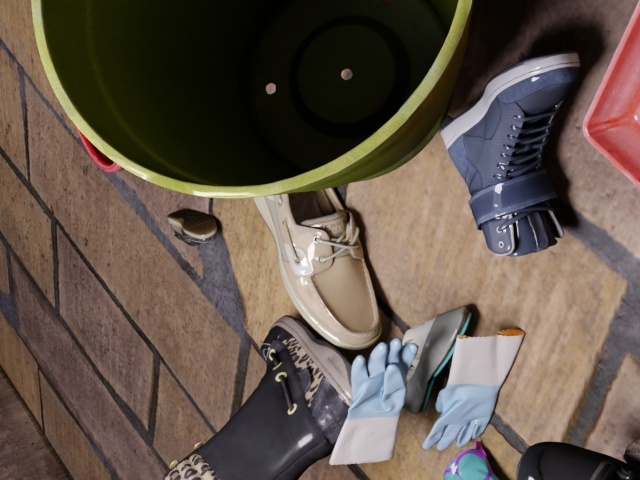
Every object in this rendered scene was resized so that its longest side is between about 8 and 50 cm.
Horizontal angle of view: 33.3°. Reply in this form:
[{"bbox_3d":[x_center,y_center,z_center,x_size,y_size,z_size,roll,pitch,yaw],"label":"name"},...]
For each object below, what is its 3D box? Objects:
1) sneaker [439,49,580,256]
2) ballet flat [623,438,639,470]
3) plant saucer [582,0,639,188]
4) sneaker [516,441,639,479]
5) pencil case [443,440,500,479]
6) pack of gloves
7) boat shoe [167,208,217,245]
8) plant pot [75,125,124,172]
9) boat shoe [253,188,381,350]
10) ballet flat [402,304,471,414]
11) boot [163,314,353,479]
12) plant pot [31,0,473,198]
[{"bbox_3d":[0.205,-0.076,1.038,0.226,0.086,0.163,132,123,-67],"label":"sneaker"},{"bbox_3d":[0.381,0.202,0.997,0.084,0.058,0.250,37,158,-12],"label":"ballet flat"},{"bbox_3d":[0.329,-0.097,0.762,0.258,0.047,0.259,50,148,28],"label":"plant saucer"},{"bbox_3d":[0.327,0.254,1.003,0.283,0.107,0.124,27,143,12],"label":"sneaker"},{"bbox_3d":[0.218,0.326,1.317,0.070,0.064,0.152,-51,57,14],"label":"pencil case"},{"bbox_3d":[0.118,0.178,1.281,0.046,0.195,0.232,-104,18,-45],"label":"pack of gloves"},{"bbox_3d":[-0.208,-0.016,1.786,0.152,0.056,0.049,29,138,60],"label":"boat shoe"},{"bbox_3d":[-0.274,-0.217,1.632,0.191,0.174,0.191,36,137,41],"label":"plant pot"},{"bbox_3d":[0.000,0.000,1.413,0.302,0.109,0.098,65,151,15],"label":"boat shoe"},{"bbox_3d":[0.125,0.145,1.329,0.068,0.072,0.213,24,140,6],"label":"ballet flat"},{"bbox_3d":[-0.083,0.256,1.475,0.138,0.284,0.377,52,170,-19],"label":"boot"},{"bbox_3d":[-0.016,-0.197,0.996,0.366,0.366,0.353,60,-170,13],"label":"plant pot"}]
